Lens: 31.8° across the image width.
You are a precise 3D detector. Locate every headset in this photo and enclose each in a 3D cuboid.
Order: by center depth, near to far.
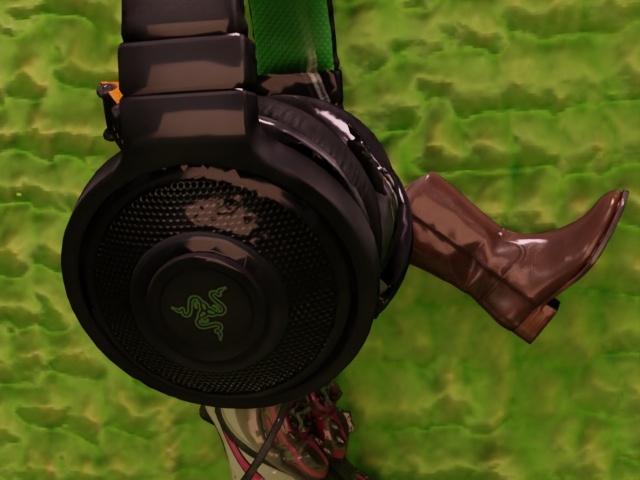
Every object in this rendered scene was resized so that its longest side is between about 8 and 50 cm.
[{"bbox_3d":[0.000,0.000,0.533,0.185,0.243,0.394,-2,96,10],"label":"headset"}]

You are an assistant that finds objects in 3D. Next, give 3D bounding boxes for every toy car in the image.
[{"bbox_3d":[-0.109,-0.107,0.637,0.040,0.060,0.122,-14,106,-20],"label":"toy car"}]

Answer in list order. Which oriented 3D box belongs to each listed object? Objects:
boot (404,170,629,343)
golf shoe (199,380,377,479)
[{"bbox_3d":[0.099,-0.013,0.629,0.114,0.037,0.106,36,101,7],"label":"boot"},{"bbox_3d":[-0.006,0.160,0.666,0.086,0.067,0.186,-21,94,36],"label":"golf shoe"}]
